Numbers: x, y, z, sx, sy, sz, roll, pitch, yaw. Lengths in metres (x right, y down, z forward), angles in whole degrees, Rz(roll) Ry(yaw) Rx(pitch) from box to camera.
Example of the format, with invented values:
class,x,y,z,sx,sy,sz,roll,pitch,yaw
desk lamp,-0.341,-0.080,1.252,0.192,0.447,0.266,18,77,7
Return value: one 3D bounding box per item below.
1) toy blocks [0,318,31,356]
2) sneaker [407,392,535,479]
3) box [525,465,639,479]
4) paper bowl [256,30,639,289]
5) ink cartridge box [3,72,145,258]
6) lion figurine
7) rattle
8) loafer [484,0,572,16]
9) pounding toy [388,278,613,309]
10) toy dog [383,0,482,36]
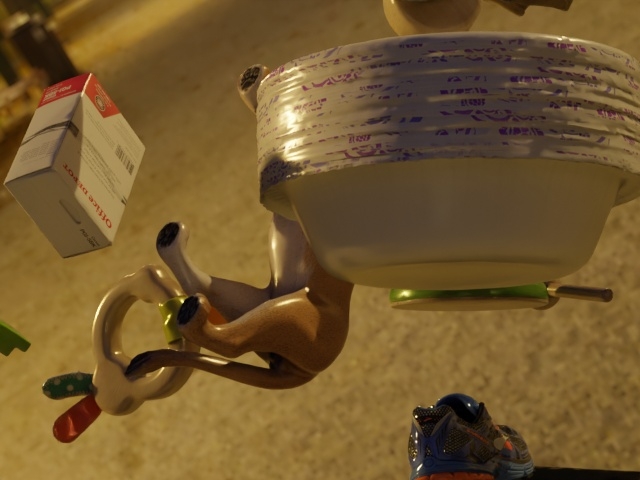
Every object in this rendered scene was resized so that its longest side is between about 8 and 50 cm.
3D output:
class,x,y,z,sx,sy,sz,roll,pitch,yaw
toy blocks,-0.478,0.089,1.332,0.261,0.381,0.191,-54,39,-6
sneaker,0.133,0.176,1.368,0.083,0.087,0.221,-10,-5,18
box,0.216,0.419,1.380,0.212,0.395,0.293,-25,9,-33
paper bowl,0.095,-0.046,1.128,0.284,0.148,0.284,0,-9,0
ink cartridge box,-0.216,-0.066,1.383,0.056,0.099,0.135,-16,37,24
lion figurine,0.000,0.000,1.379,0.142,0.240,0.392,12,68,53
rattle,-0.169,0.116,1.550,0.199,0.130,0.143,-56,-12,23
loafer,0.195,-0.256,1.607,0.148,0.050,0.056,-1,19,7
pounding toy,0.195,0.023,1.803,0.237,0.110,0.183,1,-6,-18
toy dog,0.006,-0.287,1.257,0.220,0.334,0.161,-29,44,56
